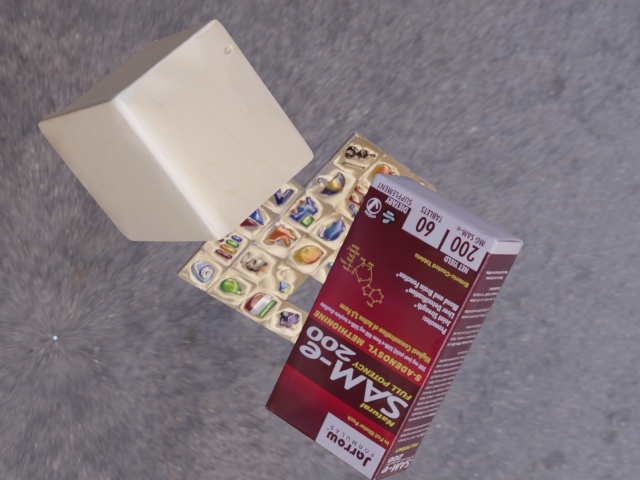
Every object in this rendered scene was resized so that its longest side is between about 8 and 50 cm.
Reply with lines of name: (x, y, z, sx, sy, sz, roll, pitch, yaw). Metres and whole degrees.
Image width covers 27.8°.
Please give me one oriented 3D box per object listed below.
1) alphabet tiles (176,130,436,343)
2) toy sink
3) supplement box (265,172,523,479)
alphabet tiles: (0.000, 0.000, 1.347, 0.198, 0.009, 0.237, 33, 111, -29)
toy sink: (-0.136, -0.096, 1.189, 0.131, 0.234, 0.152, -43, 107, -21)
supplement box: (0.062, 0.075, 1.140, 0.130, 0.073, 0.239, 31, 104, 25)
